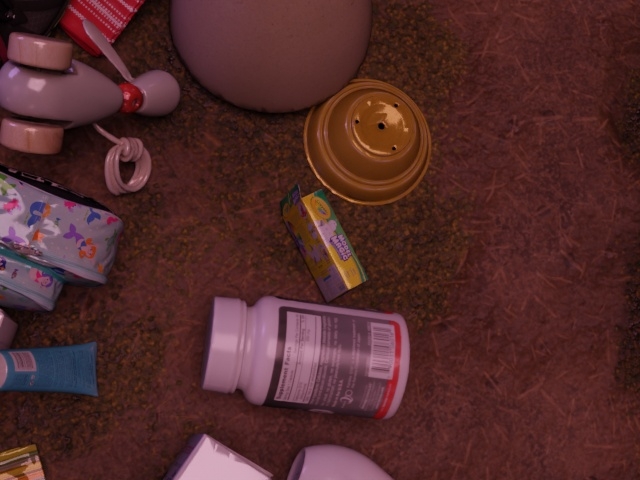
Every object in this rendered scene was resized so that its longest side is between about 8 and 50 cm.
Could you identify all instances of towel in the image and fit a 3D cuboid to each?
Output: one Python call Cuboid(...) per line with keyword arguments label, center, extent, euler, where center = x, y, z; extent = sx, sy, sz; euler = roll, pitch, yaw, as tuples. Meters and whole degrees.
Cuboid(label="towel", center=(-0.333, -0.445, 1.475), extent=(0.199, 0.031, 0.275), euler=(40, 97, -2))
Cuboid(label="towel", center=(-0.416, 0.412, 1.341), extent=(0.102, 0.021, 0.237), euler=(-17, 83, -14))

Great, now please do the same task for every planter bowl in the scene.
Cuboid(label="planter bowl", center=(0.087, -0.171, 1.532), extent=(0.217, 0.090, 0.217), euler=(2, 78, -11))

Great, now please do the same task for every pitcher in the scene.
Cuboid(label="pitcher", center=(0.063, 0.367, 1.373), extent=(0.207, 0.178, 0.125), euler=(22, 65, -8))

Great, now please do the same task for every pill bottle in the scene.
Cuboid(label="pill bottle", center=(-0.026, 0.168, 1.403), extent=(0.283, 0.161, 0.161), euler=(8, 77, -10))

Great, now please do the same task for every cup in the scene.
Cuboid(label="cup", center=(-0.065, -0.390, 1.450), extent=(0.331, 0.237, 0.331), euler=(2, 75, -7))

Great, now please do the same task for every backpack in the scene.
Cuboid(label="backpack", center=(-0.407, -0.001, 1.323), extent=(0.253, 0.225, 0.191), euler=(15, 78, -21))

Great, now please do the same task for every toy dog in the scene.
Cuboid(label="toy dog", center=(-0.360, -0.213, 1.372), extent=(0.161, 0.334, 0.220), euler=(22, 87, 24))

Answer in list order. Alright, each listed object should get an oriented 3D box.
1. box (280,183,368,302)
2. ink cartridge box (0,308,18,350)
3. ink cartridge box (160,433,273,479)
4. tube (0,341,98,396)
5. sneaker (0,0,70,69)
Cuboid(label="box", center=(0.000, 0.000, 1.470), extent=(0.043, 0.105, 0.179), euler=(-27, 85, -24))
Cuboid(label="ink cartridge box", center=(-0.557, 0.206, 1.292), extent=(0.207, 0.117, 0.283), euler=(17, 76, -1))
Cuboid(label="ink cartridge box", center=(-0.195, 0.402, 1.300), extent=(0.114, 0.197, 0.273), euler=(36, 74, -3))
Cuboid(label="tube", center=(-0.375, 0.178, 1.323), extent=(0.052, 0.207, 0.080), euler=(-5, 81, 27))
Cuboid(label="sneaker", center=(-0.499, -0.306, 1.352), extent=(0.185, 0.202, 0.483), euler=(36, 81, -15))
